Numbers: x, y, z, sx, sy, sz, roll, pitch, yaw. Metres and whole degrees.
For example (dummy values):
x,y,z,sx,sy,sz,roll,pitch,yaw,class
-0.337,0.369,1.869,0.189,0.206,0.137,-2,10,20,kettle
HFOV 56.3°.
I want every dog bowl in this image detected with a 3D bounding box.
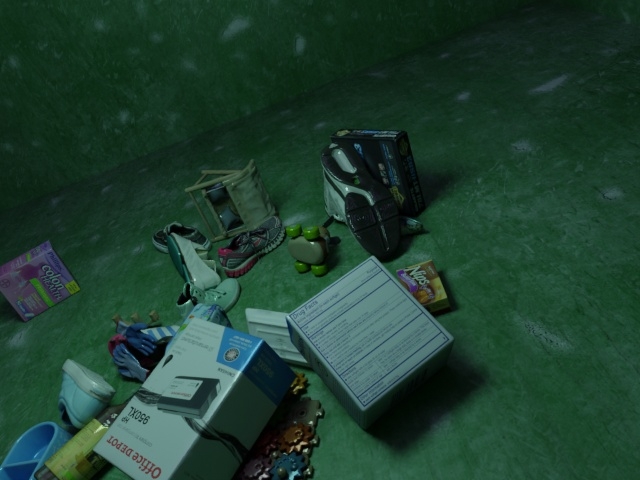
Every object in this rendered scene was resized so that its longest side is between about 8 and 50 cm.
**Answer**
x,y,z,sx,sy,sz,roll,pitch,yaw,class
-0.763,0.602,1.562,0.166,0.074,0.297,-14,31,15,dog bowl

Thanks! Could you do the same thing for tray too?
x,y,z,sx,sy,sz,roll,pitch,yaw,class
-0.100,0.264,1.590,0.271,0.145,0.030,3,16,37,tray

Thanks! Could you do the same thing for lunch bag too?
x,y,z,sx,sy,sz,roll,pitch,yaw,class
-0.324,0.296,1.661,0.090,0.176,0.219,0,39,25,lunch bag

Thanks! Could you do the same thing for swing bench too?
x,y,z,sx,sy,sz,roll,pitch,yaw,class
-0.334,-0.148,2.294,0.255,0.253,0.165,-7,34,26,swing bench

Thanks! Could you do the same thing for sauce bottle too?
x,y,z,sx,sy,sz,roll,pitch,yaw,class
-0.559,0.507,1.540,0.112,0.111,0.344,12,46,45,sauce bottle

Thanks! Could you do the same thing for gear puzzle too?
x,y,z,sx,sy,sz,roll,pitch,yaw,class
-0.085,0.430,1.412,0.176,0.044,0.338,-12,32,18,gear puzzle

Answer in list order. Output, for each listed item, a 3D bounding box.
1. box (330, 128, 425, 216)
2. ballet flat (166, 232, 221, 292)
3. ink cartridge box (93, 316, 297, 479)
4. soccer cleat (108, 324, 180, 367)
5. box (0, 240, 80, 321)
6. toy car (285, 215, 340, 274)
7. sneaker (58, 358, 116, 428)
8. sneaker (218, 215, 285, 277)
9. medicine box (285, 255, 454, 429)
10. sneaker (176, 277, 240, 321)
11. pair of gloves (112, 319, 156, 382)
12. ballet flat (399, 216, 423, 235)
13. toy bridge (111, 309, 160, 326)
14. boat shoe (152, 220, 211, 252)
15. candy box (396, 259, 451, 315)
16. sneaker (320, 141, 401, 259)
x,y,z,sx,sy,sz,roll,pitch,yaw,class
0.195,-0.235,2.040,0.294,0.295,0.073,13,43,44,box
-0.451,0.085,2.152,0.139,0.139,0.400,-29,35,-11,ballet flat
-0.290,0.404,1.403,0.286,0.166,0.394,8,53,43,ink cartridge box
-0.497,0.320,1.825,0.332,0.115,0.143,-6,12,30,soccer cleat
-1.125,0.160,2.369,0.243,0.213,0.117,-33,31,-18,box
0.000,0.000,1.957,0.149,0.154,0.188,8,30,42,toy car
-0.696,0.438,1.697,0.150,0.135,0.366,-58,21,-17,sneaker
-0.238,0.003,2.131,0.121,0.111,0.299,6,40,40,sneaker
0.110,0.230,1.385,0.264,0.149,0.289,-34,61,-18,medicine box
-0.356,0.169,1.905,0.094,0.151,0.255,-4,34,32,sneaker
-0.547,0.321,1.753,0.159,0.198,0.023,25,21,23,pair of gloves
0.257,-0.048,1.945,0.070,0.070,0.188,-35,30,-19,ballet flat
-0.609,0.270,1.999,0.188,0.063,0.026,-8,34,26,toy bridge
-0.565,-0.023,2.382,0.335,0.119,0.121,5,40,39,boat shoe
0.280,0.135,1.634,0.109,0.053,0.186,-18,32,8,candy box
0.133,-0.093,2.002,0.169,0.257,0.447,-20,63,-10,sneaker
